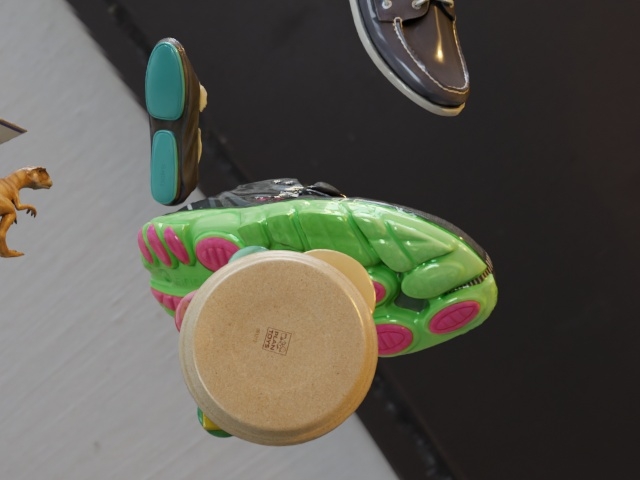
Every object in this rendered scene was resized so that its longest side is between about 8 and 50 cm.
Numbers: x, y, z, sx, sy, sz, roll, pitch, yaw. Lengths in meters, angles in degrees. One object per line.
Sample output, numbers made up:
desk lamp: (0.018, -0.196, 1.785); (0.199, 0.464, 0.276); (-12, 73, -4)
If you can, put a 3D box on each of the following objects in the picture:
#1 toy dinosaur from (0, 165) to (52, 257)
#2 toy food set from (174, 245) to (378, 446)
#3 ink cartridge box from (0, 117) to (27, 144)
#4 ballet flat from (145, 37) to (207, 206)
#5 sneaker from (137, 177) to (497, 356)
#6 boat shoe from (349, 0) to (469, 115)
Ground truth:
toy dinosaur: (-0.355, -0.035, 1.549); (0.211, 0.064, 0.112); (-37, 131, -71)
toy food set: (-0.018, 0.042, 0.594); (0.083, 0.020, 0.083); (0, 75, -2)
ink cartridge box: (-0.534, -0.128, 1.582); (0.303, 0.307, 0.072); (26, 44, -54)
ballet flat: (-0.169, -0.142, 1.744); (0.074, 0.074, 0.203); (-24, 120, -58)
sneaker: (0.000, 0.000, 1.627); (0.202, 0.483, 0.185); (-37, 121, -38)
boat shoe: (0.066, -0.190, 1.117); (0.075, 0.065, 0.206); (-3, 59, -39)
